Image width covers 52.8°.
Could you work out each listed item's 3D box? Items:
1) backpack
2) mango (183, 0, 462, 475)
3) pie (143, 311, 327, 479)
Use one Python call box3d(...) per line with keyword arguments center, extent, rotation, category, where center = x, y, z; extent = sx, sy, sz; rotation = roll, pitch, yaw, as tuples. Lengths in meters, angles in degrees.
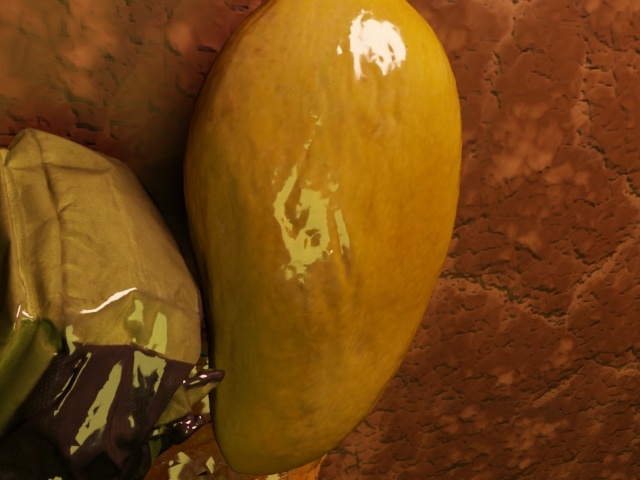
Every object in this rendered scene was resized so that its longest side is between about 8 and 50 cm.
box3d(center=(-0.172, 0.076, 0.396), extent=(0.140, 0.207, 0.253), rotation=(18, 117, -41), category="backpack")
box3d(center=(0.007, -0.004, 0.435), extent=(0.195, 0.142, 0.332), rotation=(-17, 120, -34), category="mango")
box3d(center=(-0.103, 0.169, 0.543), extent=(0.273, 0.069, 0.274), rotation=(-8, 111, -21), category="pie")
